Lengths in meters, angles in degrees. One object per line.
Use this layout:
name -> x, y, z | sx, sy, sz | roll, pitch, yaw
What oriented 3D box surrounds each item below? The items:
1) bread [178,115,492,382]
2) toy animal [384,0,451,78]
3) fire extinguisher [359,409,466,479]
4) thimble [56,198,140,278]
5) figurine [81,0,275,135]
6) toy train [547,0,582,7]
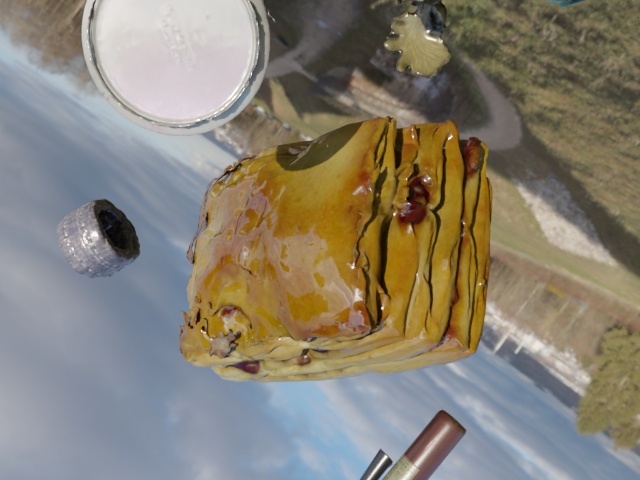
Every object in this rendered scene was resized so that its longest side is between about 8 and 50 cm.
bread -> 0.000, 0.000, 0.667 | 0.325, 0.277, 0.167 | -5, 153, 29
toy animal -> 0.141, -0.268, 0.597 | 0.094, 0.214, 0.186 | 35, -138, -29
fire extinguisher -> 0.052, 0.211, 0.540 | 0.049, 0.173, 0.035 | 39, 177, 19
thimble -> -0.434, -0.002, 1.262 | 0.150, 0.098, 0.150 | 57, -170, -16
figurine -> -0.096, -0.151, 0.500 | 0.132, 0.132, 0.153 | 36, -169, -8
toy train -> 0.404, -0.354, 0.749 | 0.298, 0.194, 0.120 | -4, 117, 43
